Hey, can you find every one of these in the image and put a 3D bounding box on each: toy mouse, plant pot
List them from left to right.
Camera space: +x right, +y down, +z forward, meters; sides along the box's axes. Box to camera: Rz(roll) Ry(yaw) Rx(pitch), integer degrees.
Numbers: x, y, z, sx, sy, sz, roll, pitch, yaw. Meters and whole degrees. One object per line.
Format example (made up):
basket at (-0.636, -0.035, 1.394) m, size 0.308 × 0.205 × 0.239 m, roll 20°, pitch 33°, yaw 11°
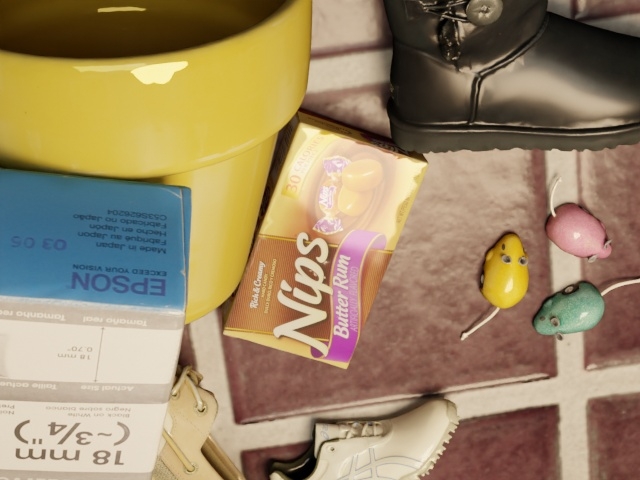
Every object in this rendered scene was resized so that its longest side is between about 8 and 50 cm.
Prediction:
plant pot at (-0.134, -0.074, 0.810) m, size 0.254 × 0.254 × 0.239 m, roll -2°, pitch 125°, yaw -5°
toy mouse at (0.209, 0.030, 0.986) m, size 0.143 × 0.031 × 0.161 m, roll 11°, pitch 109°, yaw -10°

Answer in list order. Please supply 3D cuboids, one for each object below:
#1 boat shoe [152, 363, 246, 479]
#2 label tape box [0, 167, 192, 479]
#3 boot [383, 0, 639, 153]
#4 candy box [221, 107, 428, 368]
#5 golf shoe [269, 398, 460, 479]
boat shoe at (-0.132, 0.136, 0.956) m, size 0.098 × 0.109 × 0.302 m, roll -23°, pitch 118°, yaw -1°
label tape box at (-0.222, 0.104, 0.747) m, size 0.241 × 0.106 × 0.333 m, roll 5°, pitch 136°, yaw -12°
boot at (0.158, -0.168, 0.843) m, size 0.246 × 0.094 × 0.207 m, roll -4°, pitch 132°, yaw 2°
candy box at (0.000, 0.000, 0.943) m, size 0.109 × 0.053 × 0.186 m, roll 18°, pitch 107°, yaw -12°
golf shoe at (0.035, 0.181, 1.011) m, size 0.176 × 0.069 × 0.086 m, roll -39°, pitch 104°, yaw 8°
